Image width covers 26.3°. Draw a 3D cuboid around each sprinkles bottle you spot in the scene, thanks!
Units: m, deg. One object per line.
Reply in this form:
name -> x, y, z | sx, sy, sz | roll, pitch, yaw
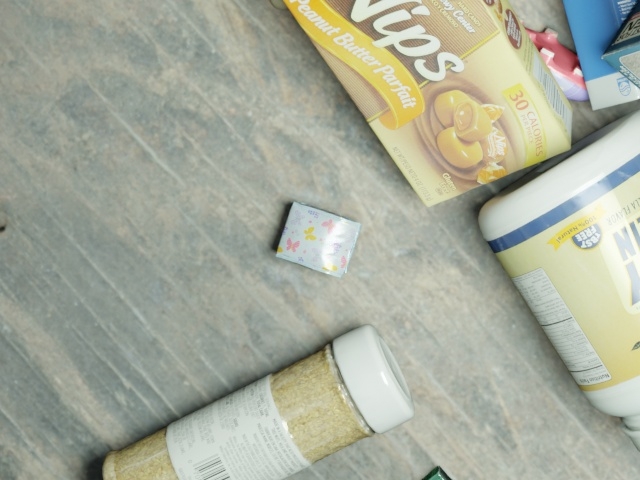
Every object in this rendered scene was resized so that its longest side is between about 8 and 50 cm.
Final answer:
sprinkles bottle -> -0.072, 0.224, 1.576 | 0.355, 0.121, 0.121 | -27, 92, 7

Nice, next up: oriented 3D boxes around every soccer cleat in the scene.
soccer cleat -> 0.192, -0.207, 1.544 | 0.248, 0.083, 0.095 | 25, 121, 0

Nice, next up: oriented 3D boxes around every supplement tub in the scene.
supplement tub -> 0.340, 0.045, 1.466 | 0.228, 0.228, 0.316 | -33, 91, 7

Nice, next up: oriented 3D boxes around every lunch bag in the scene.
lunch bag -> 0.000, 0.000, 1.586 | 0.083, 0.053, 0.071 | 18, 94, 14

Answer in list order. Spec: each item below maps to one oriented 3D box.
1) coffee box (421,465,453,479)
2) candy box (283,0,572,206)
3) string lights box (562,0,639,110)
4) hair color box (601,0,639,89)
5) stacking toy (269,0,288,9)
coffee box -> 0.108, 0.367, 1.610 | 0.184, 0.040, 0.113 | -42, 90, 7
candy box -> 0.116, -0.201, 1.452 | 0.183, 0.087, 0.316 | -23, 119, 26
string lights box -> 0.331, -0.285, 1.485 | 0.133, 0.077, 0.259 | -17, 93, -31
hair color box -> 0.463, -0.279, 1.419 | 0.174, 0.105, 0.347 | 37, 79, -12
stacking toy -> 0.082, -0.371, 1.515 | 0.330, 0.141, 0.141 | -19, 93, 2
